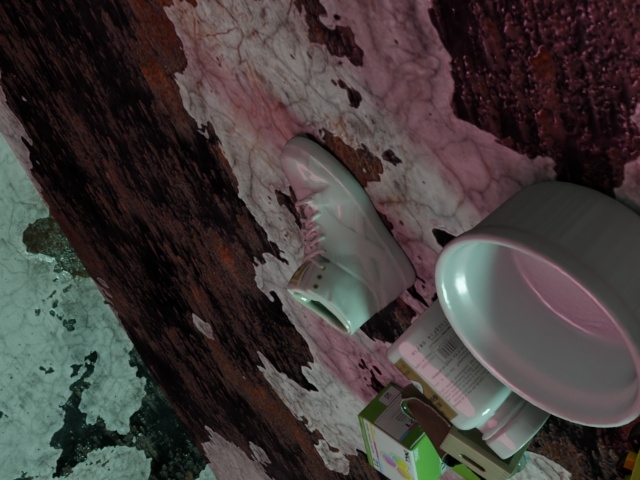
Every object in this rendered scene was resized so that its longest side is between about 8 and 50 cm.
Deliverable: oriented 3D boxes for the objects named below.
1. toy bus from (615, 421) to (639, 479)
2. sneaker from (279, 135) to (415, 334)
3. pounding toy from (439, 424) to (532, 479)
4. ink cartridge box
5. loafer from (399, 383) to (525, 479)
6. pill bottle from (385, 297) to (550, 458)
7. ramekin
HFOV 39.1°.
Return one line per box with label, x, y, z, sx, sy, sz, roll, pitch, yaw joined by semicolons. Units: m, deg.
toy bus;0.471;0.351;1.144;0.211;0.149;0.220;20;148;18
sneaker;0.000;0.000;1.338;0.292;0.169;0.108;53;156;-6
pounding toy;0.254;0.289;1.409;0.141;0.130;0.100;32;151;13
ink cartridge box;0.204;0.406;1.672;0.255;0.097;0.189;30;150;35
loafer;0.226;0.332;1.540;0.251;0.087;0.094;29;149;35
pill bottle;0.218;0.201;1.316;0.229;0.131;0.131;45;155;8
ramekin;0.278;0.066;1.025;0.277;0.135;0.277;37;153;22
